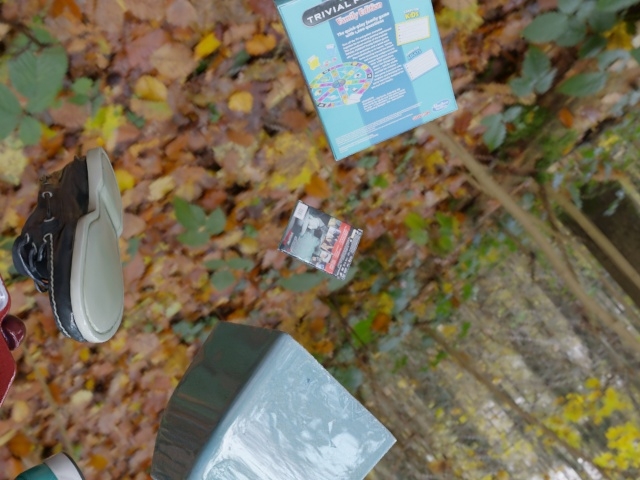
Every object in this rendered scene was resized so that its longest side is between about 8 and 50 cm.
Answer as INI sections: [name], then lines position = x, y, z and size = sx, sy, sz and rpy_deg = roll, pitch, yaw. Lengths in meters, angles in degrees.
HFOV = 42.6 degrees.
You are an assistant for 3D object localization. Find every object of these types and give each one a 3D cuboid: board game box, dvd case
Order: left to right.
[dvd case]
position = 0.000, 0.000, 1.298
size = 0.013, 0.119, 0.087
rpy_deg = -14, -127, 68
[board game box]
position = 0.086, -0.338, 1.478
size = 0.253, 0.079, 0.336
rpy_deg = -23, 130, 0

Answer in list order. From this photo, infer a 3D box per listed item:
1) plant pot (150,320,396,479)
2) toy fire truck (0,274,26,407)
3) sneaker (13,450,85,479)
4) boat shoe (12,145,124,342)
[plant pot]
position = -0.099, 0.295, 1.189
size = 0.252, 0.248, 0.247
rpy_deg = -51, -158, -20
[toy fire truck]
position = -0.469, 0.132, 1.004
size = 0.254, 0.169, 0.302
rpy_deg = -53, 140, -47
[sneaker]
position = -0.308, 0.401, 0.887
size = 0.178, 0.296, 0.123
rpy_deg = -21, -173, -33
[boat shoe]
position = -0.301, 0.005, 0.962
size = 0.113, 0.340, 0.127
rpy_deg = -14, 132, -2
